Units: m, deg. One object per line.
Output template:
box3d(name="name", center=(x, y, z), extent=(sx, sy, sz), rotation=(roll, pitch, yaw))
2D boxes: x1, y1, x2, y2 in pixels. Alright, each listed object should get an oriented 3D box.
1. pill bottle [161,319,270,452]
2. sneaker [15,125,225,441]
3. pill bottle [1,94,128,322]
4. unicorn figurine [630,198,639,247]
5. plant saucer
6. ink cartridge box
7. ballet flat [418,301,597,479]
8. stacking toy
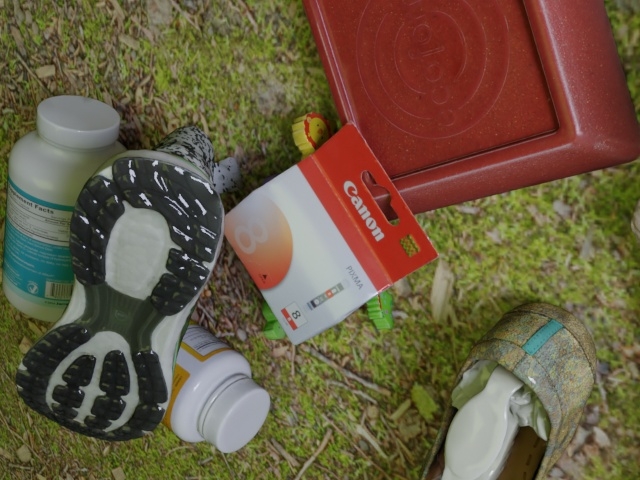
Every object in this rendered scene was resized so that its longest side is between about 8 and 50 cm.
box3d(name="pill bottle", center=(-0.165, 0.157, 0.916), extent=(0.215, 0.117, 0.117), rotation=(29, 123, 30))
box3d(name="sneaker", center=(-0.186, 0.052, 0.808), extent=(0.158, 0.182, 0.410), rotation=(27, 123, -7))
box3d(name="pill bottle", center=(-0.308, -0.039, 0.949), extent=(0.146, 0.146, 0.264), rotation=(35, 125, 26))
box3d(name="unicorn figurine", center=(0.268, 0.029, 0.534), extent=(0.111, 0.060, 0.161), rotation=(13, 111, 33))
box3d(name="plant saucer", center=(0.094, -0.154, 0.627), extent=(0.259, 0.048, 0.258), rotation=(-13, 97, 44))
box3d(name="ink cartridge box", center=(0.000, 0.000, 0.705), extent=(0.179, 0.045, 0.145), rotation=(-36, 84, 44))
box3d(name="ballet flat", center=(0.136, 0.211, 0.679), extent=(0.123, 0.123, 0.348), rotation=(31, 124, 29))
box3d(name="stacking toy", center=(-0.030, -0.003, 0.786), extent=(0.167, 0.052, 0.221), rotation=(-13, 97, 43))
